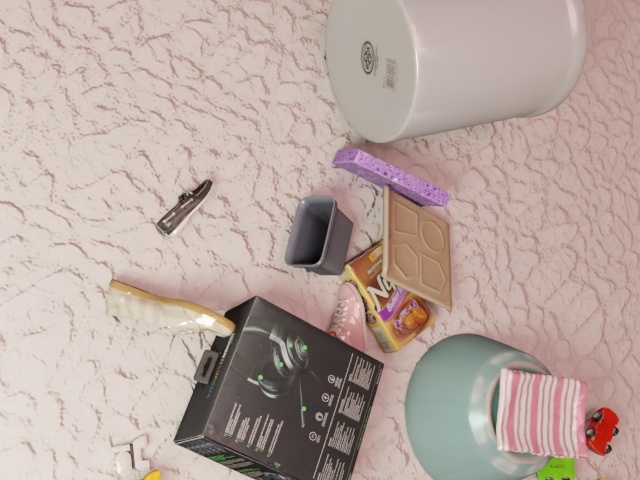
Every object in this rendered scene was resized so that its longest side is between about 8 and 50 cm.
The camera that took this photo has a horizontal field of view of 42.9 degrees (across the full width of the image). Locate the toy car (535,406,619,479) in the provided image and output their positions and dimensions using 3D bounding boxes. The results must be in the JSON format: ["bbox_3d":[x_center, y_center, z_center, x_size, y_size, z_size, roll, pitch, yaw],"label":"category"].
[{"bbox_3d":[0.509,0.455,1.643,0.224,0.053,0.239,8,74,-25],"label":"toy car"}]

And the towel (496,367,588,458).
[{"bbox_3d":[0.396,0.308,1.445,0.196,0.029,0.144,12,73,-25],"label":"towel"}]

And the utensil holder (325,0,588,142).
[{"bbox_3d":[0.245,-0.367,1.541,0.385,0.327,0.328,-15,86,-26],"label":"utensil holder"}]

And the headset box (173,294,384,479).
[{"bbox_3d":[-0.070,0.260,1.328,0.283,0.131,0.247,29,61,-20],"label":"headset box"}]

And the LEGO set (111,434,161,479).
[{"bbox_3d":[-0.288,0.413,1.219,0.093,0.087,0.227,-3,79,-28],"label":"LEGO set"}]

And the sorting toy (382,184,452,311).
[{"bbox_3d":[0.178,0.018,1.537,0.208,0.038,0.193,29,51,-37],"label":"sorting toy"}]

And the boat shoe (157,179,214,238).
[{"bbox_3d":[-0.228,-0.061,1.381,0.038,0.046,0.125,43,71,-18],"label":"boat shoe"}]

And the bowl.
[{"bbox_3d":[0.329,0.322,1.518,0.311,0.163,0.312,6,77,-26],"label":"bowl"}]

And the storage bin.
[{"bbox_3d":[0.000,0.000,1.466,0.091,0.098,0.135,36,61,-47],"label":"storage bin"}]

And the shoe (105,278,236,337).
[{"bbox_3d":[-0.238,0.120,1.285,0.218,0.076,0.058,16,78,12],"label":"shoe"}]

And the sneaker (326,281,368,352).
[{"bbox_3d":[0.042,0.144,1.469,0.070,0.051,0.135,-9,87,-34],"label":"sneaker"}]

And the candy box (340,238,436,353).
[{"bbox_3d":[0.122,0.103,1.521,0.109,0.053,0.187,-33,93,-29],"label":"candy box"}]

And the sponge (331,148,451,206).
[{"bbox_3d":[0.133,-0.116,1.537,0.210,0.117,0.031,25,85,-21],"label":"sponge"}]
